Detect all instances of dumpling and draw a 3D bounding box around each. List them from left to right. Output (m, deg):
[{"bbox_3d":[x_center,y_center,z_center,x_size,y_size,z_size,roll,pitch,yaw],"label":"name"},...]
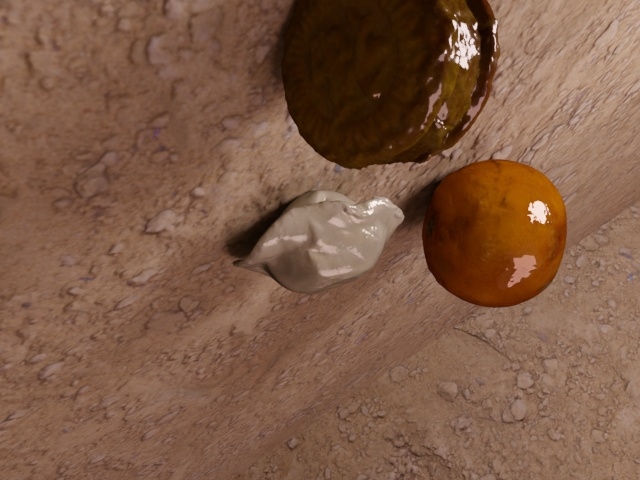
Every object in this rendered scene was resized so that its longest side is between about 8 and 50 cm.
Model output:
[{"bbox_3d":[0.000,0.000,0.747,0.250,0.132,0.162,-16,162,-4],"label":"dumpling"}]

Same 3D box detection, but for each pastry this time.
[{"bbox_3d":[0.056,-0.157,0.483,0.103,0.188,0.188,-14,148,-44],"label":"pastry"}]

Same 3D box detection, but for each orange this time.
[{"bbox_3d":[0.301,-0.012,0.944,0.261,0.261,0.261,-28,154,-15],"label":"orange"}]
